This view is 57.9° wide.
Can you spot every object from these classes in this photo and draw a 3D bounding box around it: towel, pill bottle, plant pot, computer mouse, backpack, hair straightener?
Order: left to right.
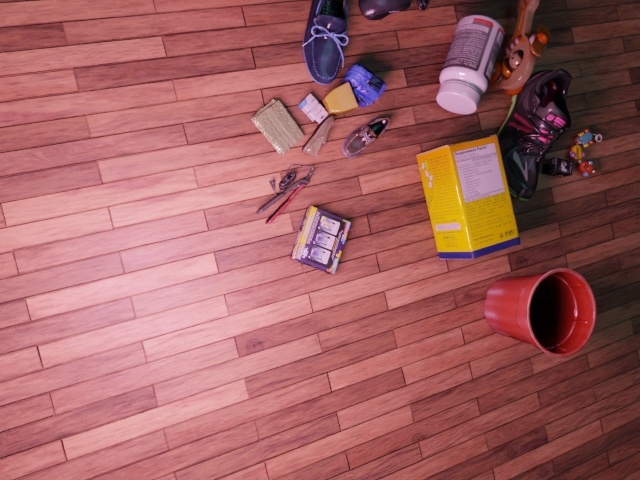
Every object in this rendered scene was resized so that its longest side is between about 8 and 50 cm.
[{"bbox_3d":[-0.126,-0.338,1.722,0.110,0.027,0.148,-43,102,-18],"label":"towel"},{"bbox_3d":[-0.107,-0.154,1.711,0.230,0.047,0.089,-46,104,-17],"label":"hair straightener"},{"bbox_3d":[0.054,-0.425,1.769,0.083,0.081,0.081,-24,97,-11],"label":"plant pot"},{"bbox_3d":[0.127,-0.479,1.788,0.120,0.098,0.101,36,80,-17],"label":"backpack"},{"bbox_3d":[0.233,-0.821,1.862,0.261,0.060,0.184,-19,96,-21],"label":"computer mouse"},{"bbox_3d":[0.485,-0.572,1.896,0.161,0.161,0.284,24,80,-19],"label":"pill bottle"},{"bbox_3d":[0.694,0.224,1.890,0.272,0.265,0.273,1,88,-21],"label":"plant pot"}]

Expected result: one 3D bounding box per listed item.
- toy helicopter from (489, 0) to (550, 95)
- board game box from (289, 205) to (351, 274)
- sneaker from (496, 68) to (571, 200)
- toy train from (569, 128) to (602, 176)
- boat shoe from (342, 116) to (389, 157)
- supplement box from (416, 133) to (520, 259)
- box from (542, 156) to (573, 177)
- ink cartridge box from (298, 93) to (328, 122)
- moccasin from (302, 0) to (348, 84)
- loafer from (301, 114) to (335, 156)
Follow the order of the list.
[{"bbox_3d":[0.680,-0.677,1.935,0.140,0.235,0.356,16,82,-19],"label":"toy helicopter"},{"bbox_3d":[0.000,0.000,1.747,0.141,0.048,0.171,22,81,-17],"label":"board game box"},{"bbox_3d":[0.723,-0.373,1.957,0.185,0.202,0.484,18,82,-19],"label":"sneaker"},{"bbox_3d":[0.973,-0.326,2.139,0.125,0.046,0.167,23,83,-20],"label":"toy train"},{"bbox_3d":[0.143,-0.330,1.804,0.183,0.066,0.066,-45,103,-17],"label":"boat shoe"},{"bbox_3d":[0.470,-0.134,1.855,0.194,0.195,0.357,-14,94,-21],"label":"supplement box"},{"bbox_3d":[0.852,-0.262,2.078,0.083,0.062,0.052,10,83,-20],"label":"box"},{"bbox_3d":[-0.022,-0.399,1.764,0.083,0.028,0.048,46,74,-13],"label":"ink cartridge box"},{"bbox_3d":[0.016,-0.650,1.741,0.137,0.116,0.343,0,88,-21],"label":"moccasin"},{"bbox_3d":[0.001,-0.315,1.758,0.050,0.056,0.148,39,85,-16],"label":"loafer"}]
